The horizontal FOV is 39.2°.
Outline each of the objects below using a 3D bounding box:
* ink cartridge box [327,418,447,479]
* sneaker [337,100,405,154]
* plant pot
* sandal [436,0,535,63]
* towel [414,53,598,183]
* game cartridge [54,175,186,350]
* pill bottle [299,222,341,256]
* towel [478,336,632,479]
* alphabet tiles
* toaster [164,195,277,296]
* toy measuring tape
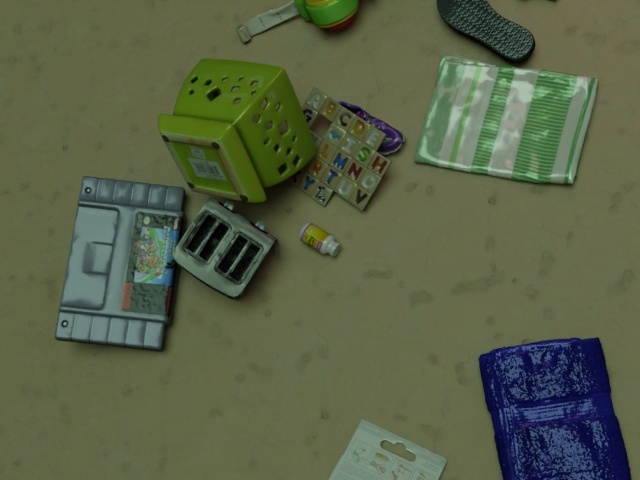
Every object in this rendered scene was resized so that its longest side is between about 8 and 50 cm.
[{"bbox_3d":[0.107,0.479,1.677,0.189,0.066,0.232,22,59,20],"label":"ink cartridge box"},{"bbox_3d":[0.095,-0.236,1.875,0.170,0.071,0.068,29,83,20],"label":"sneaker"},{"bbox_3d":[-0.174,-0.208,1.798,0.228,0.227,0.207,12,51,34],"label":"plant pot"},{"bbox_3d":[0.340,-0.453,1.890,0.097,0.054,0.254,-46,68,8],"label":"sandal"},{"bbox_3d":[0.376,-0.246,1.825,0.324,0.038,0.248,13,78,17],"label":"towel"},{"bbox_3d":[-0.414,0.046,1.894,0.230,0.068,0.355,5,75,1],"label":"game cartridge"},{"bbox_3d":[0.000,0.000,1.841,0.083,0.043,0.043,31,83,21],"label":"pill bottle"},{"bbox_3d":[0.420,0.332,1.617,0.227,0.076,0.308,-12,71,11],"label":"towel"},{"bbox_3d":[0.026,-0.174,1.867,0.237,0.009,0.198,36,107,22],"label":"alphabet tiles"},{"bbox_3d":[-0.200,0.021,1.828,0.168,0.110,0.186,33,83,-1],"label":"toaster"},{"bbox_3d":[-0.033,-0.495,1.962,0.330,0.121,0.121,-20,70,12],"label":"toy measuring tape"}]
